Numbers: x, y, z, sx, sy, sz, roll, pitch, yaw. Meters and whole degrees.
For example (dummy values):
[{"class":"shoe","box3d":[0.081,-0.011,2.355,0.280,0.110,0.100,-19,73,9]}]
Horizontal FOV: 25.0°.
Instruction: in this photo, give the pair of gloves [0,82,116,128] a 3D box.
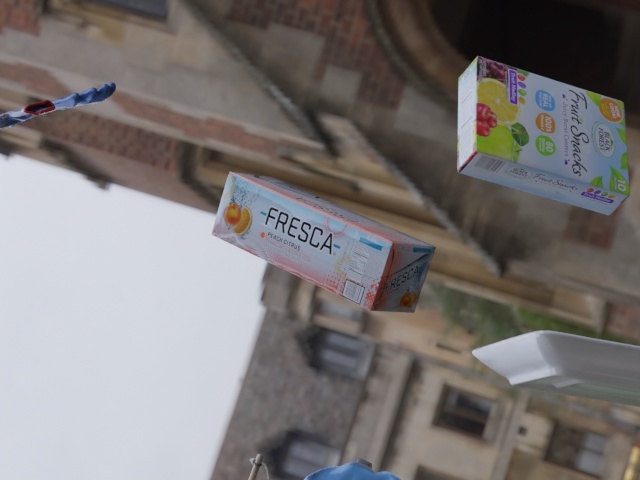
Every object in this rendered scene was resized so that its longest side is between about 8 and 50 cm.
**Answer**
[{"class":"pair of gloves","box3d":[-0.355,-0.162,1.830,0.198,0.159,0.023,-23,-81,-48]}]

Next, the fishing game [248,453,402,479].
[{"class":"fishing game","box3d":[0.032,0.327,1.528,0.041,0.264,0.189,70,-142,-78]}]

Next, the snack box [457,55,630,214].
[{"class":"snack box","box3d":[0.184,-0.086,1.192,0.037,0.141,0.100,128,152,-53]}]

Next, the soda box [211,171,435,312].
[{"class":"soda box","box3d":[0.000,0.000,1.165,0.063,0.183,0.058,6,-74,-52]}]

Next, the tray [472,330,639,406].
[{"class":"tray","box3d":[0.266,0.112,1.125,0.145,0.270,0.030,142,136,-71]}]
